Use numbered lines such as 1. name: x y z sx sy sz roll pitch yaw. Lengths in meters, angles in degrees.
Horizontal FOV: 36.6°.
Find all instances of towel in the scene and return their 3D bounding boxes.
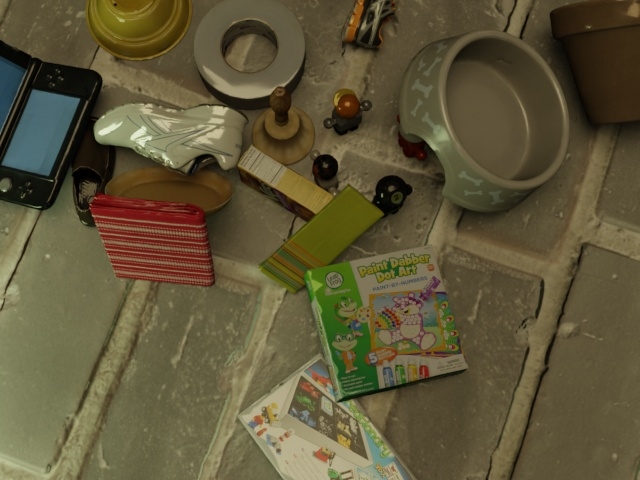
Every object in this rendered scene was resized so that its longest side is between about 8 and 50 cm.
1. towel: 0.000 0.000 1.792 0.237 0.021 0.102 -42 125 17
2. towel: -0.294 0.004 1.739 0.199 0.275 0.031 6 61 2

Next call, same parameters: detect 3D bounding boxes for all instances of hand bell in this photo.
1. hand bell: -0.072 -0.232 1.799 0.126 0.242 0.126 0 79 -1

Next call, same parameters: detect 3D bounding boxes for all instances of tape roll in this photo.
1. tape roll: -0.138 -0.371 1.915 0.219 0.072 0.219 0 78 1

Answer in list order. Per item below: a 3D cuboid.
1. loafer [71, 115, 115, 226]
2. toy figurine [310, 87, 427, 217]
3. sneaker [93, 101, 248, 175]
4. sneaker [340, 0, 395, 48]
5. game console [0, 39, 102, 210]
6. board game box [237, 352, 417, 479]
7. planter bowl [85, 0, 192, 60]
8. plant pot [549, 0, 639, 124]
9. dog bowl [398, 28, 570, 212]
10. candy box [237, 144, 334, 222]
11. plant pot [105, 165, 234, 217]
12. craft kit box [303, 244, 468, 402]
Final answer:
1. loafer: -0.438 -0.140 1.861 0.080 0.078 0.220 -6 78 -2
2. toy figurine: 0.091 -0.163 1.833 0.210 0.148 0.213 22 79 4
3. sneaker: -0.286 -0.188 1.812 0.297 0.111 0.129 2 82 11
4. sneaker: 0.115 -0.480 1.942 0.083 0.084 0.214 25 82 -9
5. game console: -0.595 -0.234 1.824 0.250 0.173 0.293 13 78 27
6. board game box: 0.016 0.385 1.766 0.193 0.053 0.305 -36 80 -8
7. planter bowl: -0.369 -0.476 1.927 0.217 0.090 0.217 0 78 0
8. plant pot: 0.576 -0.341 1.844 0.263 0.263 0.229 -6 97 -1
9. dog bowl: 0.316 -0.230 1.795 0.349 0.102 0.348 7 75 -28
10. candy box: -0.066 -0.099 1.840 0.187 0.109 0.053 33 79 7
11. plant pot: -0.279 -0.083 1.800 0.236 0.236 0.032 3 115 0
12. craft kit box: 0.120 0.150 1.789 0.250 0.061 0.246 -12 72 -13
